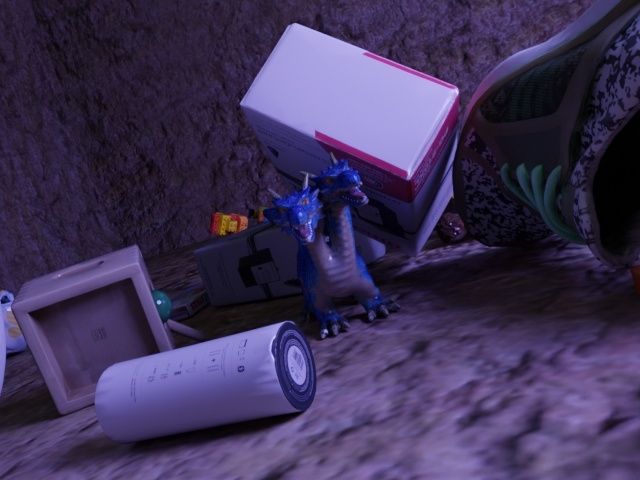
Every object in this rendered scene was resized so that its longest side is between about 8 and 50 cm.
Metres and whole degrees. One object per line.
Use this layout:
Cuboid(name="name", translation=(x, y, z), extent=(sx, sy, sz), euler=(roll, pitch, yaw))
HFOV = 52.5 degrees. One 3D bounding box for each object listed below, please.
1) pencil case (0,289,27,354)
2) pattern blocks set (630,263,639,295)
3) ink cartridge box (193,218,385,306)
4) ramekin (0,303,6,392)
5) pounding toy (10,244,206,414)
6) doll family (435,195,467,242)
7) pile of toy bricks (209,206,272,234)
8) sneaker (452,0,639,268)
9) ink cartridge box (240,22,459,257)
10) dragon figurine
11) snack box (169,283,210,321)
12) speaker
Cuboid(name="pencil case", translation=(-0.616, 0.173, 1.042), extent=(0.273, 0.114, 0.124), euler=(-23, -15, -33))
Cuboid(name="pattern blocks set", translation=(0.296, -0.004, 0.301), extent=(0.285, 0.026, 0.325), euler=(-15, 6, 29))
Cuboid(name="ink cartridge box", translation=(-0.042, 0.015, 0.867), extent=(0.208, 0.087, 0.153), euler=(-12, 9, 41))
Cuboid(name="ramekin", translation=(-0.346, 0.077, 0.456), extent=(0.272, 0.273, 0.127), euler=(-16, -6, 25))
Cuboid(name="pounding toy", translation=(-0.190, 0.080, 0.617), extent=(0.141, 0.130, 0.100), euler=(-20, 18, -11))
Cuboid(name="doll family", translation=(0.185, -0.076, 0.857), extent=(0.163, 0.119, 0.263), euler=(-18, 6, 6))
Cuboid(name="pile of toy bricks", translation=(-0.079, 0.007, 1.074), extent=(0.105, 0.118, 0.212), euler=(15, 10, 40))
Cuboid(name="sneaker", translation=(0.188, -0.059, 0.463), extent=(0.182, 0.158, 0.410), euler=(-62, 1, -24))
Cuboid(name="ink cartridge box", translation=(0.042, -0.088, 0.665), extent=(0.100, 0.171, 0.237), euler=(-60, -17, -11))
Cuboid(name="dragon figurine", translation=(0.000, 0.000, 0.597), extent=(0.085, 0.144, 0.289), euler=(-18, 6, -5))
Cuboid(name="snack box", translation=(-0.193, 0.089, 0.969), extent=(0.064, 0.022, 0.178), euler=(-18, 6, 12))
Cuboid(name="speaker", translation=(-0.075, 0.092, 0.413), extent=(0.136, 0.055, 0.055), euler=(-17, 6, 21))
